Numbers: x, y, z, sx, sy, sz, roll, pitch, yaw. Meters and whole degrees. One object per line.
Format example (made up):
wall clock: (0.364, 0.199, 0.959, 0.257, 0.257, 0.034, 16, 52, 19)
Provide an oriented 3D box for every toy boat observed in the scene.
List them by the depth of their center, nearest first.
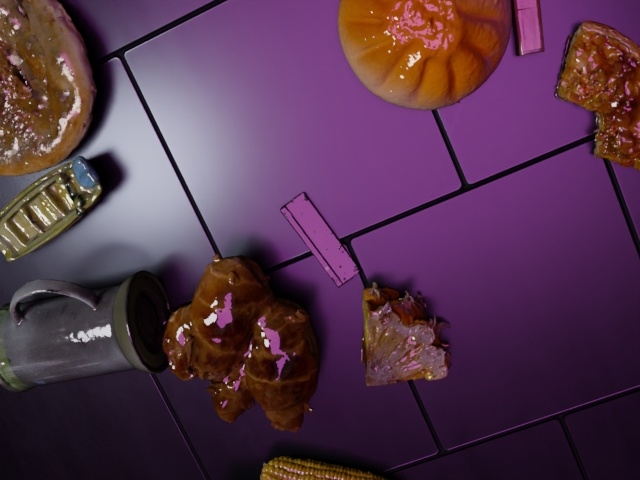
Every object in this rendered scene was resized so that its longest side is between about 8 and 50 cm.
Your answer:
toy boat: (-0.532, -0.068, 1.376, 0.276, 0.084, 0.111, -35, 101, 17)

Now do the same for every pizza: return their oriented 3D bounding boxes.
pizza: (0.518, -0.237, 1.204, 0.161, 0.085, 0.305, -31, 97, 14)

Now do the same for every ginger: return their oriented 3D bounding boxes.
ginger: (-0.139, 0.215, 1.341, 0.274, 0.152, 0.357, -45, 103, 2)

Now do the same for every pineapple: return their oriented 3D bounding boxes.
pineapple: (0.148, 0.197, 1.346, 0.186, 0.114, 0.236, -40, 99, 14)

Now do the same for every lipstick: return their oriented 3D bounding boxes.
lipstick: (0.354, -0.395, 1.204, 0.045, 0.045, 0.145, -8, 102, 10)

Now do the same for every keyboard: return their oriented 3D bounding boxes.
keyboard: (0.000, 0.000, 1.362, 0.060, 0.018, 0.195, -35, 98, 6)

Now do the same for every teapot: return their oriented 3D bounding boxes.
teapot: (-0.487, 0.171, 1.353, 0.336, 0.200, 0.270, -12, 139, 11)

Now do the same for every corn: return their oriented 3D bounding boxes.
corn: (0.027, 0.511, 1.447, 0.312, 0.102, 0.102, 7, 105, 2)

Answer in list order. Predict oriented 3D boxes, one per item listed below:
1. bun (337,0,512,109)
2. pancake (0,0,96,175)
bun: (0.177, -0.364, 1.172, 0.298, 0.165, 0.299, 2, 106, 7)
pancake: (-0.600, -0.309, 1.319, 0.386, 0.082, 0.387, 2, 104, 10)
